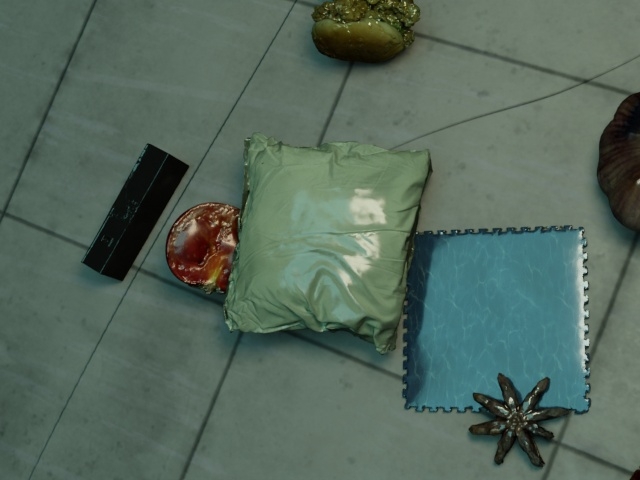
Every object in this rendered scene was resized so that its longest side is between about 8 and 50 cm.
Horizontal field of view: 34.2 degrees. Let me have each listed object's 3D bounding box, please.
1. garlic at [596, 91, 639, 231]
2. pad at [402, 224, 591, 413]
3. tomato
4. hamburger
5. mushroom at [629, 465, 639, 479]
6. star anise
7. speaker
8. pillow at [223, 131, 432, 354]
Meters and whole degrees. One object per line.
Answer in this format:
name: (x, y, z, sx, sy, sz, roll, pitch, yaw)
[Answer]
garlic: (0.480, -0.111, 1.371, 0.245, 0.160, 0.245, -8, 66, 19)
pad: (0.246, 0.111, 1.481, 0.269, 0.012, 0.270, -4, 77, 18)
tomato: (-0.159, 0.013, 1.600, 0.159, 0.091, 0.139, 11, 90, -10)
hamburger: (0.073, -0.332, 1.560, 0.185, 0.159, 0.131, 2, 74, 40)
mushroom: (0.452, 0.338, 1.340, 0.123, 0.052, 0.123, -3, 77, 14)
star anise: (0.265, 0.244, 1.421, 0.141, 0.042, 0.141, -2, 83, 18)
speaker: (-0.294, -0.043, 1.663, 0.044, 0.082, 0.218, 29, 90, 21)
pillow: (0.000, 0.000, 1.512, 0.283, 0.138, 0.310, 9, 82, 11)
